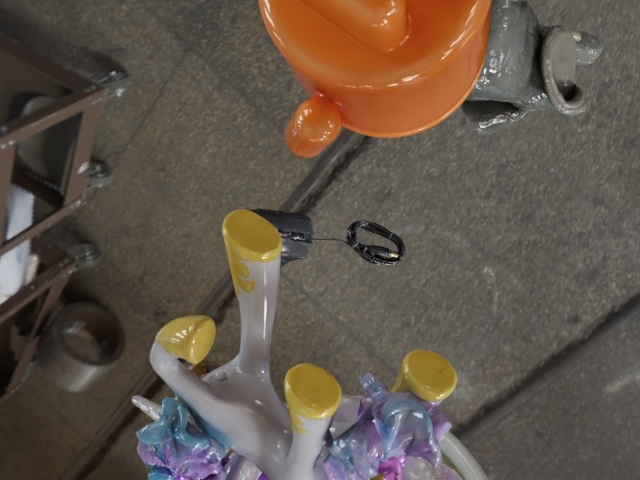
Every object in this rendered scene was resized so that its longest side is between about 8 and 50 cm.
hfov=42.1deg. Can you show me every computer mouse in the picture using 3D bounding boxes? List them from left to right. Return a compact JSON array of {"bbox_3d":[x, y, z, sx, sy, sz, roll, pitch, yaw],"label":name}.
[{"bbox_3d":[0.000,0.000,1.052,0.241,0.041,0.071,4,85,-19],"label":"computer mouse"}]

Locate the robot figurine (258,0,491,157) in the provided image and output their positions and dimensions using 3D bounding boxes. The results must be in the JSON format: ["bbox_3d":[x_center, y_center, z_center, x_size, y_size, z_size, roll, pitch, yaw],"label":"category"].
[{"bbox_3d":[0.035,-0.130,0.488,0.128,0.219,0.158,-3,85,10],"label":"robot figurine"}]

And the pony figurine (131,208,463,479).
[{"bbox_3d":[-0.023,0.193,0.763,0.351,0.303,0.363,37,140,8],"label":"pony figurine"}]

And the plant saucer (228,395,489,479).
[{"bbox_3d":[0.033,0.392,0.997,0.400,0.401,0.100,4,154,23],"label":"plant saucer"}]

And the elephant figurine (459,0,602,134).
[{"bbox_3d":[0.228,-0.195,0.927,0.239,0.169,0.186,33,103,-30],"label":"elephant figurine"}]
